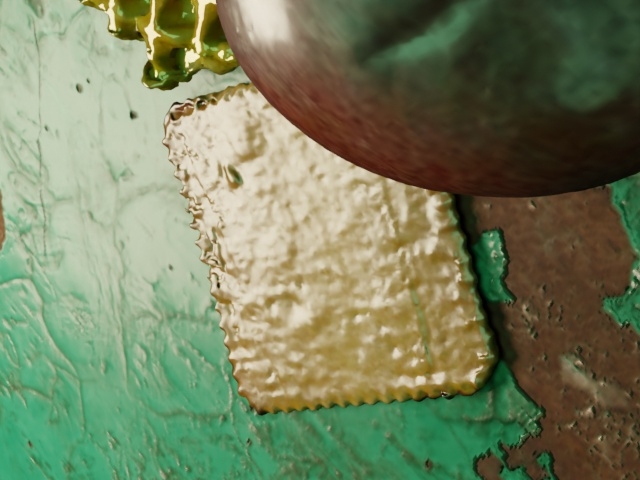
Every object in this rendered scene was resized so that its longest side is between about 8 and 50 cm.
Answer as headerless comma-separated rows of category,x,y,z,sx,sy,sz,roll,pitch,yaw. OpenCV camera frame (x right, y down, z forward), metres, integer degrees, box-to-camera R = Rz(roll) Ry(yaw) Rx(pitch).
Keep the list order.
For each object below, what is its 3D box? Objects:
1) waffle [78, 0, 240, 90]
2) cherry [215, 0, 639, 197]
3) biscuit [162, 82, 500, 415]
waffle,-0.084,-0.238,0.974,0.291,0.051,0.291,16,115,36
cherry,0.079,-0.141,0.757,0.307,0.221,0.261,33,127,7
biscuit,0.000,0.000,1.004,0.237,0.013,0.232,-12,96,42
